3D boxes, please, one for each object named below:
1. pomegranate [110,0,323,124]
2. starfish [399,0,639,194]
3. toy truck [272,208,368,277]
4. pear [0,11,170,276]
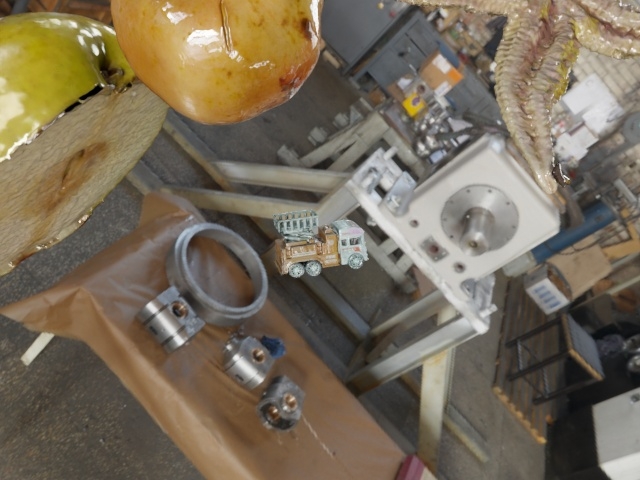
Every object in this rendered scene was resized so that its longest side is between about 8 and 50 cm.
[{"bbox_3d":[-0.098,-0.224,0.506,0.209,0.209,0.209,31,37,-27],"label":"pomegranate"},{"bbox_3d":[0.229,-0.258,0.496,0.398,0.132,0.384,50,64,-13],"label":"starfish"},{"bbox_3d":[0.000,0.000,0.969,0.178,0.115,0.080,-8,19,-13],"label":"toy truck"},{"bbox_3d":[-0.377,-0.138,0.634,0.191,0.386,0.340,46,32,-5],"label":"pear"}]
